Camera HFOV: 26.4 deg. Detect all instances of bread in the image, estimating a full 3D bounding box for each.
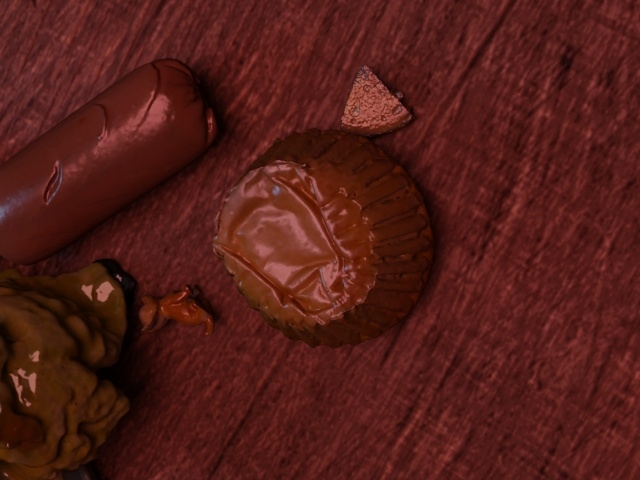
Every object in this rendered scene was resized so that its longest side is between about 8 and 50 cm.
[{"bbox_3d":[0.003,0.001,1.432,0.239,0.139,0.240,3,99,16],"label":"bread"}]

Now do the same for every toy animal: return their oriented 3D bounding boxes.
[{"bbox_3d":[-0.166,0.088,1.539,0.083,0.060,0.081,-34,83,9],"label":"toy animal"}]

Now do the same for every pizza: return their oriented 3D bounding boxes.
[{"bbox_3d":[0.059,-0.150,1.458,0.083,0.025,0.078,-6,98,12],"label":"pizza"}]

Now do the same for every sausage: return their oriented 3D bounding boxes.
[{"bbox_3d":[-0.247,-0.087,1.514,0.304,0.121,0.121,-32,85,19],"label":"sausage"}]

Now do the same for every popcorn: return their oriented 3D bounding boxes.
[{"bbox_3d":[-0.346,0.168,1.481,0.292,0.237,0.293,0,94,4],"label":"popcorn"}]

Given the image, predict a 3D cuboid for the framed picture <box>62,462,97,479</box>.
[{"bbox_3d":[-0.377,0.296,1.628,0.240,0.020,0.324,-31,80,18],"label":"framed picture"}]
